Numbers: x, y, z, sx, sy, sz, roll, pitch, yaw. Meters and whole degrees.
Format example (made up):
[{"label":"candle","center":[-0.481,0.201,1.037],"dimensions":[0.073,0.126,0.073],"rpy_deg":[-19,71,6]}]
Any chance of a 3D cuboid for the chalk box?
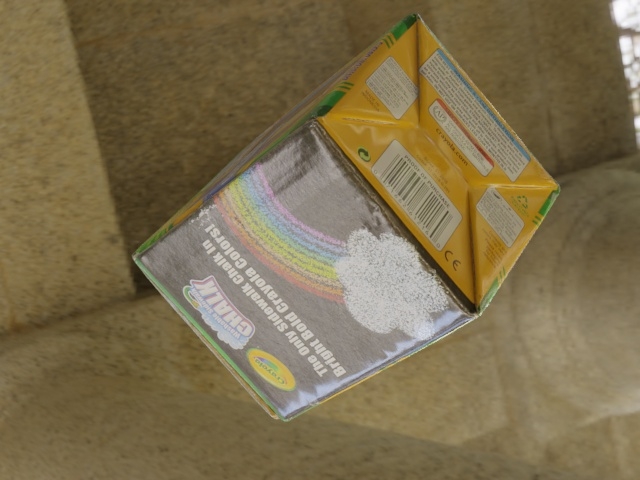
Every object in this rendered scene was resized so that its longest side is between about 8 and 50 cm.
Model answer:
[{"label":"chalk box","center":[0.000,0.000,0.728],"dimensions":[0.132,0.213,0.132],"rpy_deg":[49,-137,-8]}]
